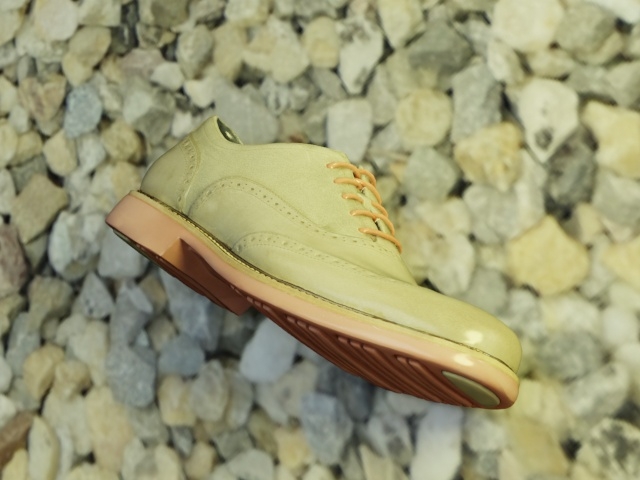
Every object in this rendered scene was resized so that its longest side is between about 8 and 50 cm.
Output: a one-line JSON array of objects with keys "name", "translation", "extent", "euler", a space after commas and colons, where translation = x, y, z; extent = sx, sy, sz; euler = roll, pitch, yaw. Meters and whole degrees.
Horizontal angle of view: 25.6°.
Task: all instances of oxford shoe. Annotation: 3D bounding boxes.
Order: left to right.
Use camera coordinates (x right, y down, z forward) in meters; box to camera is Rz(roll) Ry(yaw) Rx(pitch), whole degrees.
[{"name": "oxford shoe", "translation": [0.000, 0.000, 1.034], "extent": [0.397, 0.140, 0.146], "euler": [25, 78, 38]}]
